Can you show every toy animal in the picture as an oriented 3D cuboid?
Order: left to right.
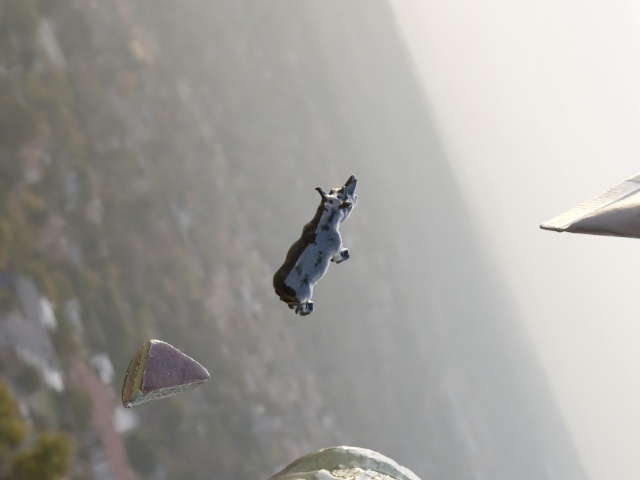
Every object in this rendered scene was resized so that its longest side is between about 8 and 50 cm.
[{"bbox_3d":[0.000,0.000,1.696,0.047,0.136,0.065,30,-6,19],"label":"toy animal"}]

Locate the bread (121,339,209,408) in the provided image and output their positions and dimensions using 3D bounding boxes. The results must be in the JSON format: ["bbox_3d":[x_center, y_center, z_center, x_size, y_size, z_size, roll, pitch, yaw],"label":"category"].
[{"bbox_3d":[-0.170,0.134,1.916,0.109,0.043,0.062,-15,72,-50],"label":"bread"}]

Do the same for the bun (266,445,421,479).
[{"bbox_3d":[-0.058,0.298,1.405,0.211,0.359,0.360,49,5,7],"label":"bun"}]

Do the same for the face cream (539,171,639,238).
[{"bbox_3d":[0.393,-0.059,1.530,0.420,0.234,0.137,2,-62,57],"label":"face cream"}]
